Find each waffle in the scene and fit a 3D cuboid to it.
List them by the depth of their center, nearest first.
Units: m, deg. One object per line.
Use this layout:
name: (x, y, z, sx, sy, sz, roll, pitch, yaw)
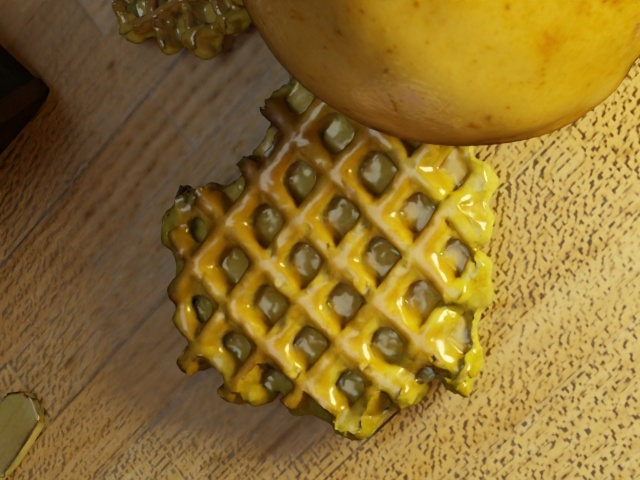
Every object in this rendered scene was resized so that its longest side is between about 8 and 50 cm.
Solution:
waffle: (-0.001, 0.000, 0.986, 0.291, 0.051, 0.291, 0, 91, 25)
waffle: (-0.096, -0.233, 1.033, 0.149, 0.051, 0.194, 19, 105, 27)

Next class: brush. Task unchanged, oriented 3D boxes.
brush: (-0.329, 0.249, 1.183, 0.085, 0.020, 0.336, 48, 110, 20)

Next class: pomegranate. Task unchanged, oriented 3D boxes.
pomegranate: (0.089, -0.195, 0.819, 0.307, 0.307, 0.307, 0, 91, 28)

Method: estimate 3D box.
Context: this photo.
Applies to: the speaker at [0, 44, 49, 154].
speaker: (-0.353, -0.072, 1.079, 0.153, 0.192, 0.231, 43, 112, -7)
